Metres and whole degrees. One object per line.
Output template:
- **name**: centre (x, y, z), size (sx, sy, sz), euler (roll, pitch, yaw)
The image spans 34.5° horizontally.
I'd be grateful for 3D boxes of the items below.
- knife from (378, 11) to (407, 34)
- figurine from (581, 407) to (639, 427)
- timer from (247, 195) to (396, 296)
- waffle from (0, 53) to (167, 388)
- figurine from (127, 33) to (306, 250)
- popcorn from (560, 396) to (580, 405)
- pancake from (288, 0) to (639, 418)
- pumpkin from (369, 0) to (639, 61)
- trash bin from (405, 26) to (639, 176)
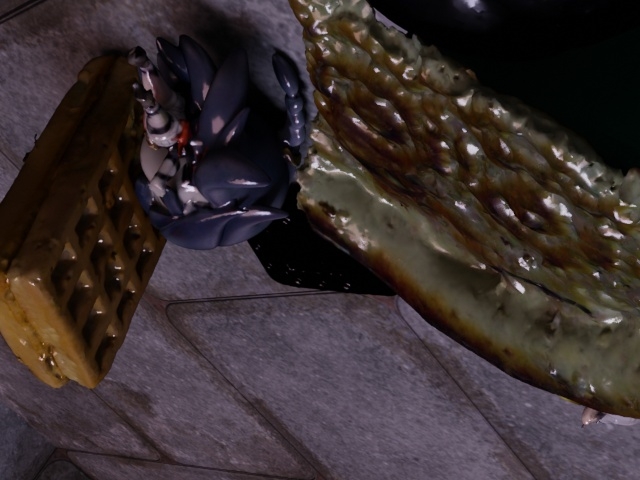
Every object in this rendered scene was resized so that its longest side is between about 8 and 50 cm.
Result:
- **knife**: centre (0.078, -0.192, 0.891), size (0.244, 0.032, 0.058), euler (48, 155, -17)
- **figurine**: centre (0.330, 0.136, 1.053), size (0.137, 0.112, 0.229), euler (-1, 152, 1)
- **timer**: centre (0.000, 0.000, 1.208), size (0.187, 0.055, 0.144), euler (4, 142, 32)
- **waffle**: centre (-0.250, -0.025, 1.129), size (0.098, 0.327, 0.224), euler (8, 142, 15)
- **figurine**: centre (-0.114, -0.095, 1.055), size (0.197, 0.175, 0.265), euler (17, 159, -9)
- **popcorn**: centre (0.222, 0.029, 0.920), size (0.204, 0.183, 0.221), euler (18, 143, 24)
- **pancake**: centre (0.119, 0.007, 0.595), size (0.427, 0.067, 0.305), euler (33, 162, 34)
- **pumpkin**: centre (0.117, -0.262, 0.545), size (0.315, 0.238, 0.315), euler (32, 135, 39)
- **trash bin**: centre (0.266, -0.060, 0.698), size (0.381, 0.295, 0.259), euler (31, 151, 24)
